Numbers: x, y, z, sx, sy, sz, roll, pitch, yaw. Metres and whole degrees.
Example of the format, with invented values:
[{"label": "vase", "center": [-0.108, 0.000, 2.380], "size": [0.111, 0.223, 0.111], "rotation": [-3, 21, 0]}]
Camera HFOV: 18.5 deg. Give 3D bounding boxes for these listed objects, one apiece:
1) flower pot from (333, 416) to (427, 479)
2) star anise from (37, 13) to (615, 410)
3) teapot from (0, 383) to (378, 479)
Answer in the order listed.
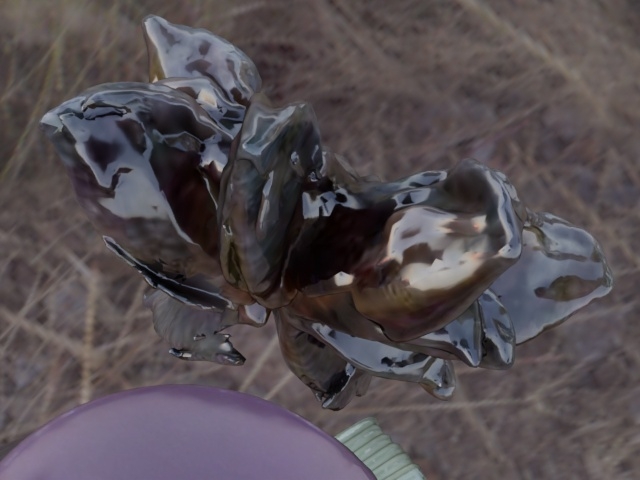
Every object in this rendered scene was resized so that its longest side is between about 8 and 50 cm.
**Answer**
[{"label": "flower pot", "center": [0.024, 0.268, 1.381], "size": [0.189, 0.209, 0.239], "rotation": [-34, 77, -6]}, {"label": "star anise", "center": [-0.004, -0.002, 0.791], "size": [0.212, 0.283, 0.129], "rotation": [22, 81, 20]}, {"label": "teapot", "center": [-0.049, 0.077, 0.352], "size": [0.148, 0.146, 0.116], "rotation": [19, 63, -8]}]
